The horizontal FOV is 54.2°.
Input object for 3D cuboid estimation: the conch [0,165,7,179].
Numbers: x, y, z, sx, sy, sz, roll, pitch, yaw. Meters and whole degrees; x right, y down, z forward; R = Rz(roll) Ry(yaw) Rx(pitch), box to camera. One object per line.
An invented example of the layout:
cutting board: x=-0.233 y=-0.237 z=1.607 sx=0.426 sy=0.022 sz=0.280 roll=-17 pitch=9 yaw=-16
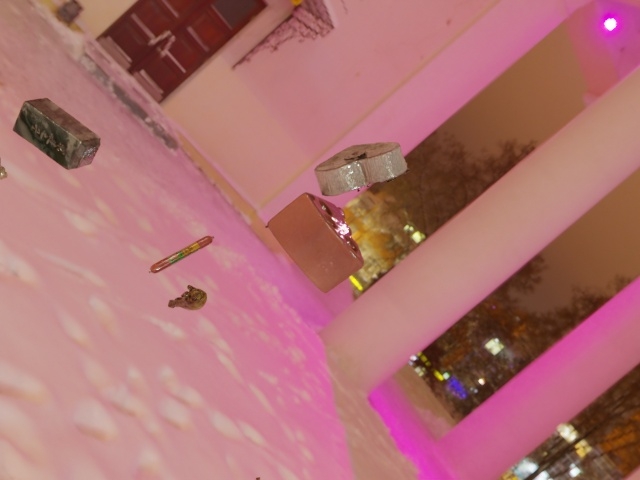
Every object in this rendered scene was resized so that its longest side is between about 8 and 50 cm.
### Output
conch: x=-0.807 y=-0.159 z=1.264 sx=0.352 sy=0.297 sz=0.210 roll=-8 pitch=88 yaw=-47

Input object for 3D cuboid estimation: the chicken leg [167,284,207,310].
chicken leg: x=-0.472 y=0.206 z=2.193 sx=0.070 sy=0.178 sz=0.093 roll=-26 pitch=98 yaw=-51

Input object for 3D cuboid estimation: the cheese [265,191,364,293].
cheese: x=0.004 y=0.015 z=1.344 sx=0.177 sy=0.128 sz=0.203 roll=59 pitch=16 yaw=19

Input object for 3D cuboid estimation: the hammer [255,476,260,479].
hammer: x=-0.139 y=0.601 z=1.426 sx=0.014 sy=0.029 sz=0.123 roll=108 pitch=-21 yaw=-44

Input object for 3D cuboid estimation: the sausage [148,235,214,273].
sausage: x=-0.406 y=0.040 z=1.837 sx=0.029 sy=0.223 sz=0.029 roll=39 pitch=-34 yaw=33

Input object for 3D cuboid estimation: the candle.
candle: x=0.084 y=-0.156 z=1.326 sx=0.168 sy=0.192 sz=0.068 roll=-99 pitch=173 yaw=-72

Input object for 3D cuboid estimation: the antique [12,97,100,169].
antique: x=-0.626 y=-0.252 z=1.502 sx=0.183 sy=0.088 sz=0.086 roll=35 pitch=22 yaw=2
